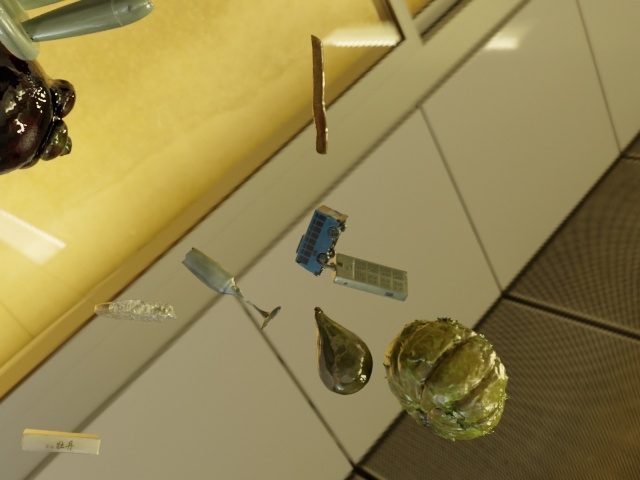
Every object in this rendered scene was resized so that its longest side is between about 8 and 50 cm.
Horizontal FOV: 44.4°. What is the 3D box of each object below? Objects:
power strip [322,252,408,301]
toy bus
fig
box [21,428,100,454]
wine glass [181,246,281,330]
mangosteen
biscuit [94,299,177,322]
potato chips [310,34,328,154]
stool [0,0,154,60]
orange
[{"bbox_3d":[0.068,0.053,1.152,0.019,0.136,0.051,119,-18,-46],"label":"power strip"},{"bbox_3d":[0.000,0.000,2.244,0.106,0.185,0.090,26,-162,8],"label":"toy bus"},{"bbox_3d":[0.049,0.231,1.672,0.126,0.185,0.133,2,-161,13],"label":"fig"},{"bbox_3d":[-0.402,0.310,1.213,0.198,0.109,0.029,148,-50,-67],"label":"box"},{"bbox_3d":[-0.217,0.106,1.847,0.262,0.074,0.074,36,-118,9],"label":"wine glass"},{"bbox_3d":[-0.662,-0.281,1.613,0.313,0.297,0.297,-12,-152,-17],"label":"mangosteen"},{"bbox_3d":[-0.433,0.169,1.864,0.188,0.265,0.040,-1,-101,9],"label":"biscuit"},{"bbox_3d":[-0.003,-0.247,1.338,0.026,0.204,0.037,-2,180,5],"label":"potato chips"},{"bbox_3d":[-0.355,-0.363,1.034,0.198,0.195,0.195,-27,-133,-5],"label":"stool"},{"bbox_3d":[0.288,0.310,1.761,0.223,0.301,0.300,-40,-116,-19],"label":"orange"}]
